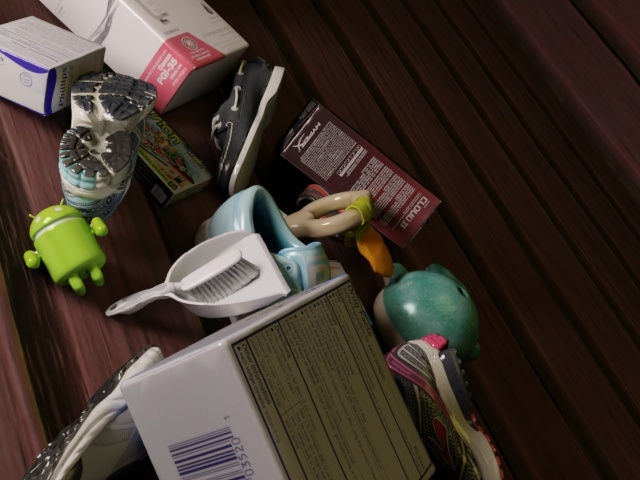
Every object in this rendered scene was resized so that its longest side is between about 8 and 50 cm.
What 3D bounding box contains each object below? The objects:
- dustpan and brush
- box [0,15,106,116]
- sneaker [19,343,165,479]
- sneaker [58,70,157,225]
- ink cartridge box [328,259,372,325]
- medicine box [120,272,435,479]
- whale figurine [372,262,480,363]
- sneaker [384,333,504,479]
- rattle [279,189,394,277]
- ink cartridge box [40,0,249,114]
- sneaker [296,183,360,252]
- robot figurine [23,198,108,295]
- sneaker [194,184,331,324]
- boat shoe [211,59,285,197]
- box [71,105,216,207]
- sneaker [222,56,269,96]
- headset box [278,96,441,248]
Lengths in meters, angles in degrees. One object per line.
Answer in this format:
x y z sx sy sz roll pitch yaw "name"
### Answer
-0.160 0.056 0.984 0.147 0.211 0.060 57 -7 50 "dustpan and brush"
-0.391 -0.244 1.096 0.126 0.072 0.137 24 31 9 "box"
-0.209 0.212 0.796 0.108 0.100 0.271 47 32 -6 "sneaker"
-0.295 -0.128 1.067 0.110 0.122 0.283 13 39 -8 "sneaker"
0.012 0.093 1.211 0.088 0.052 0.122 4 50 -46 "ink cartridge box"
-0.030 0.208 0.864 0.289 0.149 0.263 -22 89 -62 "medicine box"
0.201 0.107 1.320 0.216 0.141 0.272 46 31 4 "whale figurine"
0.171 0.289 1.130 0.112 0.121 0.299 -16 71 -14 "sneaker"
0.000 0.000 1.259 0.130 0.200 0.142 -94 164 -51 "rattle"
-0.292 -0.368 1.333 0.283 0.117 0.207 44 33 -1 "ink cartridge box"
0.018 -0.027 1.359 0.158 0.061 0.065 41 42 13 "sneaker"
-0.301 0.008 0.943 0.101 0.067 0.115 -28 81 -16 "robot figurine"
-0.037 0.083 1.078 0.366 0.150 0.135 53 35 14 "sneaker"
-0.137 -0.193 1.327 0.091 0.114 0.302 16 45 -1 "boat shoe"
-0.265 -0.148 1.193 0.207 0.036 0.114 47 32 4 "box"
-0.143 -0.310 1.487 0.085 0.058 0.152 31 41 -35 "sneaker"
0.073 -0.116 1.392 0.293 0.110 0.218 37 8 -11 "headset box"
